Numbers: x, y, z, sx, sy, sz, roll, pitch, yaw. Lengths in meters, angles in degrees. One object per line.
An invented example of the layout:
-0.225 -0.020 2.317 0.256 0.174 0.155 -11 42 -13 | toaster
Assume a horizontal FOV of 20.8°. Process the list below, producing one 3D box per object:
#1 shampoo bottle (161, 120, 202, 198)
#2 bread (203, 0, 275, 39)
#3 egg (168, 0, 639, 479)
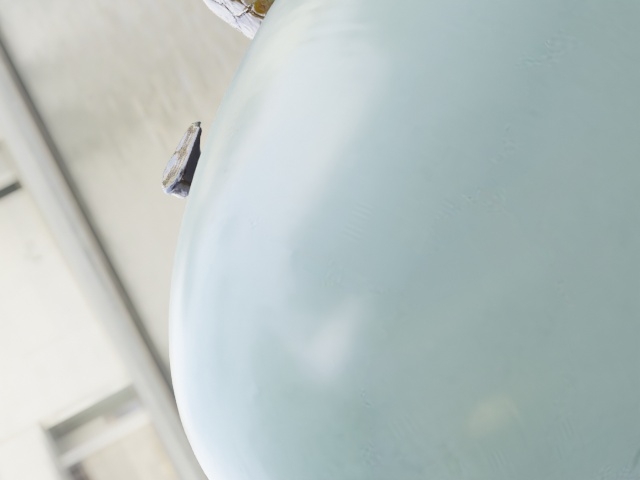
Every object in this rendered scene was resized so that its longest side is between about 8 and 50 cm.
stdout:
0.001 -0.002 1.160 0.236 0.068 0.067 25 156 -28 | shampoo bottle
-0.062 -0.207 1.484 0.081 0.046 0.083 7 147 48 | bread
0.091 -0.037 0.600 0.230 0.371 0.230 27 147 20 | egg
